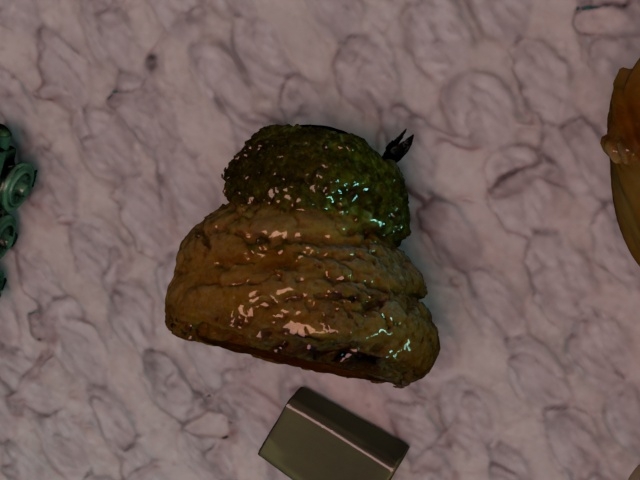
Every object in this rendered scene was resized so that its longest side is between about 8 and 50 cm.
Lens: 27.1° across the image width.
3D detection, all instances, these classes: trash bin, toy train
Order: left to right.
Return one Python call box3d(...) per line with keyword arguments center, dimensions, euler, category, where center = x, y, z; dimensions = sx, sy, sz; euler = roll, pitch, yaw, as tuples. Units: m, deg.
box3d(center=(-0.272, -0.005, 0.971), dimensions=(0.071, 0.111, 0.170), euler=(25, 109, 14), category="toy train")
box3d(center=(0.009, 0.154, 0.965), dimensions=(0.092, 0.043, 0.061), euler=(32, 110, 10), category="trash bin")

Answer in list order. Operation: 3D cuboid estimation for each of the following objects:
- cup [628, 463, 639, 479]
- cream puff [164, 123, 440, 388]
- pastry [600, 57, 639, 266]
box3d(center=(0.255, 0.140, 0.866), dimensions=(0.102, 0.074, 0.099), euler=(33, 109, -16), category="cup")
box3d(center=(0.000, 0.000, 0.881), dimensions=(0.183, 0.183, 0.169), euler=(10, 81, 14), category="cream puff")
box3d(center=(0.314, -0.052, 0.760), dimensions=(0.311, 0.162, 0.255), euler=(-42, 91, 23), category="pastry")
